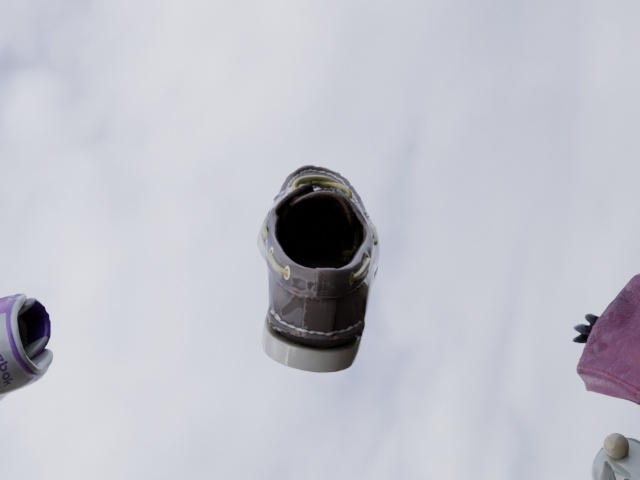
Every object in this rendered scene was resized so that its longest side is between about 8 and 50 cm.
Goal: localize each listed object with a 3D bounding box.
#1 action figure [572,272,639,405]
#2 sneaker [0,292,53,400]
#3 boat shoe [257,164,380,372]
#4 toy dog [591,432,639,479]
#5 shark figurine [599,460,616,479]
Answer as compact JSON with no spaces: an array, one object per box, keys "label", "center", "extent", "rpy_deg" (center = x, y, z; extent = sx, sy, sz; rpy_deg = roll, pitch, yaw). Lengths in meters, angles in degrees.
[{"label":"action figure","center":[0.466,0.181,2.089],"extent":[0.248,0.370,0.276],"rpy_deg":[-54,-39,2]},{"label":"sneaker","center":[-0.301,0.102,1.551],"extent":[0.161,0.282,0.102],"rpy_deg":[-28,-76,-16]},{"label":"boat shoe","center":[0.000,0.000,1.697],"extent":[0.324,0.116,0.097],"rpy_deg":[-84,2,-64]},{"label":"toy dog","center":[0.393,0.245,1.816],"extent":[0.161,0.333,0.220],"rpy_deg":[62,-141,-35]},{"label":"shark figurine","center":[0.259,0.256,1.662],"extent":[0.116,0.166,0.278],"rpy_deg":[-63,-24,6]}]
